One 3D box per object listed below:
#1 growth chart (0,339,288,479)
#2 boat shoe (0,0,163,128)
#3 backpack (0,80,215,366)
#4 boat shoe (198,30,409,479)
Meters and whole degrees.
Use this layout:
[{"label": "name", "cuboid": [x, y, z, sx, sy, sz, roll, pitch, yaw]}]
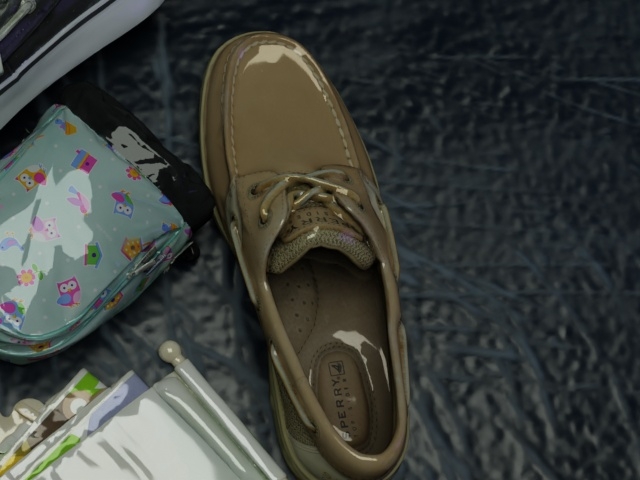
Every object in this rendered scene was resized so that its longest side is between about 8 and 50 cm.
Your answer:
[{"label": "growth chart", "cuboid": [-0.150, 0.170, 1.041, 0.237, 0.021, 0.172, -33, 79, -17]}, {"label": "boat shoe", "cuboid": [-0.238, -0.137, 1.062, 0.306, 0.105, 0.113, -38, 38, -19]}, {"label": "backpack", "cuboid": [-0.176, -0.005, 1.046, 0.152, 0.115, 0.182, 41, 73, 3]}, {"label": "boat shoe", "cuboid": [0.000, 0.000, 1.073, 0.122, 0.110, 0.341, -13, 74, -13]}]
